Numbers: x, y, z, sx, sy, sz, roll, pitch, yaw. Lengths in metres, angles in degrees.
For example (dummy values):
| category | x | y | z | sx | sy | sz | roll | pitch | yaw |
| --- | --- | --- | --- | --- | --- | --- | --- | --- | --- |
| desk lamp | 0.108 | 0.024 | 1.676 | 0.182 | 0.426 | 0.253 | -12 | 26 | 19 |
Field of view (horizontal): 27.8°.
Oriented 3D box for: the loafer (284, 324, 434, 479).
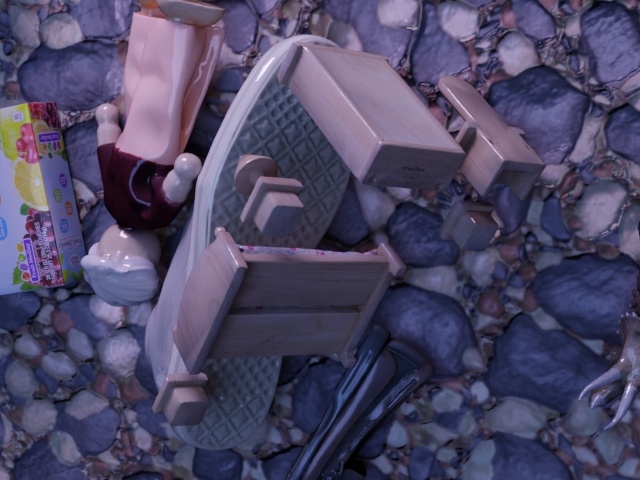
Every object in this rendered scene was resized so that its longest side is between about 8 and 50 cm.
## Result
| category | x | y | z | sx | sy | sz | roll | pitch | yaw |
| --- | --- | --- | --- | --- | --- | --- | --- | --- | --- |
| loafer | 0.028 | 0.222 | 1.380 | 0.084 | 0.096 | 0.268 | 29 | 103 | 5 |

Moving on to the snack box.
| category | x | y | z | sx | sy | sz | roll | pitch | yaw |
| --- | --- | --- | --- | --- | --- | --- | --- | --- | --- |
| snack box | -0.371 | -0.042 | 1.471 | 0.174 | 0.070 | 0.207 | -8 | 94 | 19 |

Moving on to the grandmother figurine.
| category | x | y | z | sx | sy | sz | roll | pitch | yaw |
| --- | --- | --- | --- | --- | --- | --- | --- | --- | --- |
| grandmother figurine | -0.182 | -0.089 | 1.377 | 0.104 | 0.208 | 0.343 | 7 | 105 | -27 |

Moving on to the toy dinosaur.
| category | x | y | z | sx | sy | sz | roll | pitch | yaw |
| --- | --- | --- | --- | --- | --- | --- | --- | --- | --- |
| toy dinosaur | 0.338 | 0.018 | 1.219 | 0.121 | 0.160 | 0.314 | 13 | 102 | 14 |

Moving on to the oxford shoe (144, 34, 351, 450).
| category | x | y | z | sx | sy | sz | roll | pitch | yaw |
| --- | --- | --- | --- | --- | --- | --- | --- | --- | --- |
| oxford shoe | -0.084 | -0.003 | 1.360 | 0.130 | 0.169 | 0.450 | 33 | 110 | 56 |

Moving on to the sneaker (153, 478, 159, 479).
| category | x | y | z | sx | sy | sz | roll | pitch | yaw |
| --- | --- | --- | --- | --- | --- | --- | --- | --- | --- |
| sneaker | -0.176 | 0.364 | 1.449 | 0.295 | 0.124 | 0.179 | 12 | 111 | 16 |

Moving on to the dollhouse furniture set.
| category | x | y | z | sx | sy | sz | roll | pitch | yaw |
| --- | --- | --- | --- | --- | --- | --- | --- | --- | --- |
| dollhouse furniture set | 0.000 | 0.000 | 1.307 | 0.174 | 0.303 | 0.356 | 56 | 131 | 39 |
